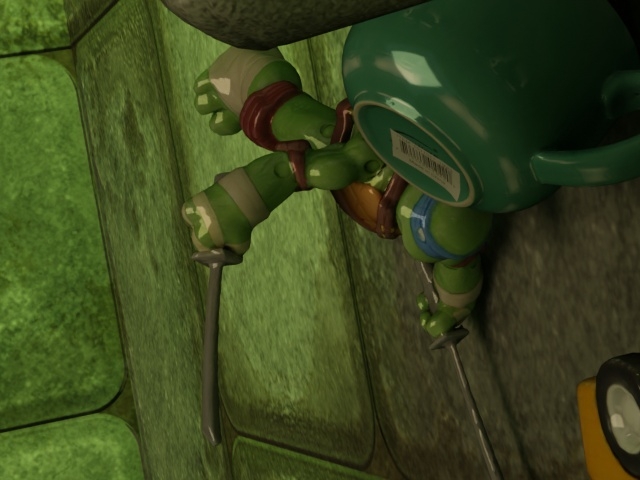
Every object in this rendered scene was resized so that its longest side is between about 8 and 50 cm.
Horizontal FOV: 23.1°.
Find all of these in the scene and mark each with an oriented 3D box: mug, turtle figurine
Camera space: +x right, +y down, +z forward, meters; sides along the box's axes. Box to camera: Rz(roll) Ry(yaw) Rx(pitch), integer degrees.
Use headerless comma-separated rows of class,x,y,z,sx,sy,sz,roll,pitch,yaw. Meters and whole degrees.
mug,0.080,-0.075,0.745,0.129,0.097,0.158,47,164,-20
turtle figurine,0.000,0.000,0.959,0.266,0.197,0.275,-124,33,-59

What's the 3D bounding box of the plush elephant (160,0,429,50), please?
plush elephant,0.097,-0.220,0.429,0.330,0.272,0.255,-12,98,34

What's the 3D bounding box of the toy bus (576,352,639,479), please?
toy bus,0.210,0.090,0.516,0.332,0.108,0.130,166,92,-71
